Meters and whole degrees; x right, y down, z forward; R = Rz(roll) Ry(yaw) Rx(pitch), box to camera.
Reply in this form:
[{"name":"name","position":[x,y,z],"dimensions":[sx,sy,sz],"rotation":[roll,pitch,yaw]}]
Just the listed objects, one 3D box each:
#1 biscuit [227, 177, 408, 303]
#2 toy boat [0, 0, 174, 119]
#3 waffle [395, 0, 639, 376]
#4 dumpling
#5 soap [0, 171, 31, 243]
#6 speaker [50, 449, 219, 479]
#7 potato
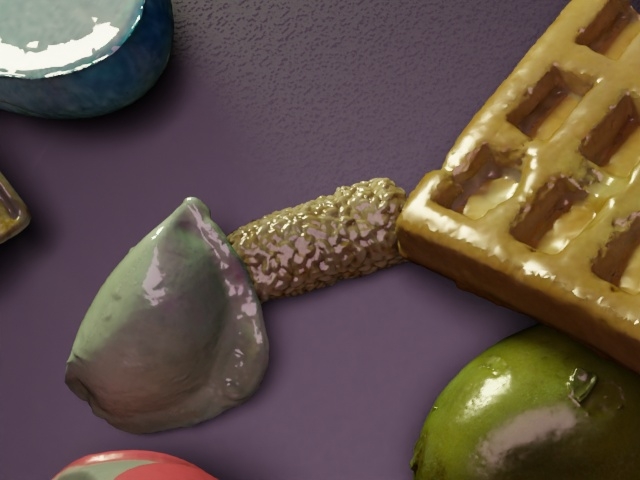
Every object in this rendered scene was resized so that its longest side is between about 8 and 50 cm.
[{"name":"biscuit","position":[0.000,0.000,1.182],"dimensions":[0.168,0.070,0.082],"rotation":[-16,88,-3]},{"name":"toy boat","position":[-0.273,-0.220,1.222],"dimensions":[0.330,0.123,0.215],"rotation":[23,76,17]},{"name":"waffle","position":[0.263,-0.040,1.072],"dimensions":[0.348,0.077,0.304],"rotation":[29,70,36]},{"name":"dumpling","position":[-0.124,0.071,1.159],"dimensions":[0.149,0.105,0.217],"rotation":[21,106,-25]},{"name":"soap","position":[-0.431,-0.051,1.142],"dimensions":[0.259,0.143,0.281],"rotation":[-38,95,-17]},{"name":"speaker","position":[-0.147,0.311,1.036],"dimensions":[0.294,0.294,0.294],"rotation":[0,82,3]},{"name":"potato","position":[0.189,0.165,1.107],"dimensions":[0.186,0.148,0.253],"rotation":[43,87,10]}]
